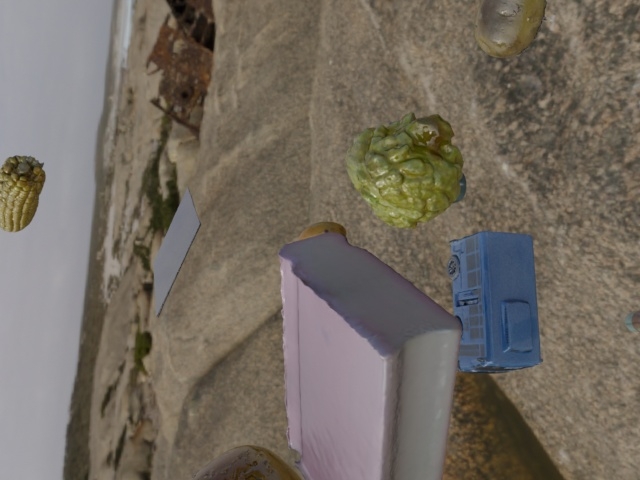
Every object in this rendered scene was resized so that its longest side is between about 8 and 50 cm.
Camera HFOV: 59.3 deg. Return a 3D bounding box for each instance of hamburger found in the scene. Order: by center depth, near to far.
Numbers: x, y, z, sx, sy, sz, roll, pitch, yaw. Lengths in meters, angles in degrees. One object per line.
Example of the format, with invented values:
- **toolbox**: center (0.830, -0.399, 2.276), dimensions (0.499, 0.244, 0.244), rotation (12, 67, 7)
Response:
- **hamburger**: center (-0.174, 0.580, 1.146), dimensions (0.284, 0.304, 0.174), rotation (25, 139, 44)

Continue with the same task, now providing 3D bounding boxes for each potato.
- **potato**: center (0.414, -0.512, 1.250), dimensions (0.164, 0.081, 0.200), rotation (21, 109, 37)

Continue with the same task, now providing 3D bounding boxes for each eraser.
- **eraser**: center (0.048, 0.206, 0.751), dimensions (0.272, 0.122, 0.359), rotation (37, 136, 52)

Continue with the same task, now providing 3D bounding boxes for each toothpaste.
- **toothpaste**: center (0.485, 0.111, 0.781), dimensions (0.056, 0.036, 0.205), rotation (-54, -10, -4)

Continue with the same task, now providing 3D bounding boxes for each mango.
- **mango**: center (-0.003, -0.001, 1.721), dimensions (0.178, 0.115, 0.090), rotation (-41, 34, 45)

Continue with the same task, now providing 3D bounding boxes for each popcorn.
- **popcorn**: center (0.172, -0.159, 1.144), dimensions (0.237, 0.206, 0.251), rotation (-17, 48, 43)

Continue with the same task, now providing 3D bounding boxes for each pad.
- **pad**: center (-0.303, 0.011, 1.165), dimensions (0.202, 0.005, 0.300), rotation (-63, 23, 8)

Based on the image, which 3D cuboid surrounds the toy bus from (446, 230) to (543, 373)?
- **toy bus**: center (0.295, 0.107, 0.954), dimensions (0.133, 0.116, 0.234), rotation (147, 125, -69)

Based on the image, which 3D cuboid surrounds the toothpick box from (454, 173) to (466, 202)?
- **toothpick box**: center (0.322, -0.156, 1.618), dimensions (0.120, 0.184, 0.120), rotation (178, 90, -73)

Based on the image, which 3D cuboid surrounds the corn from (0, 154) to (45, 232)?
- **corn**: center (-0.703, -0.097, 1.299), dimensions (0.291, 0.101, 0.101), rotation (-34, 54, 50)
